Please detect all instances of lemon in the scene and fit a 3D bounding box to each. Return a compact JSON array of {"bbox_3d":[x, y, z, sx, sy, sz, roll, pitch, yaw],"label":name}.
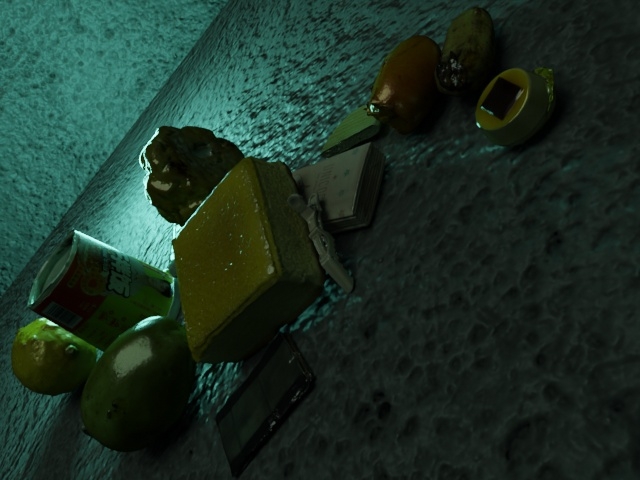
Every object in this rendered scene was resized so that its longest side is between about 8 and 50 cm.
[{"bbox_3d":[-0.778,0.335,1.796,0.288,0.233,0.233,-12,51,49],"label":"lemon"}]

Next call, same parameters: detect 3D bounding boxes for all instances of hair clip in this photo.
[{"bbox_3d":[0.000,0.000,1.152,0.034,0.072,0.226,-44,56,37],"label":"hair clip"}]

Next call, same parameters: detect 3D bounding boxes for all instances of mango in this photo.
[{"bbox_3d":[0.176,-0.323,1.243,0.154,0.126,0.252,-37,25,53],"label":"mango"}]

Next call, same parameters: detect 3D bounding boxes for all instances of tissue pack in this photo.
[{"bbox_3d":[-0.008,-0.086,1.309,0.325,0.071,0.170,-13,53,47],"label":"tissue pack"}]

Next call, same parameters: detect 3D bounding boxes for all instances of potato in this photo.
[{"bbox_3d":[-0.377,0.304,1.300,0.304,0.216,0.216,-55,31,4],"label":"potato"}]

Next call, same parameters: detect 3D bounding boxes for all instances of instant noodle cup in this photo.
[{"bbox_3d":[-0.572,0.145,1.624,0.294,0.308,0.293,-34,37,30],"label":"instant noodle cup"}]

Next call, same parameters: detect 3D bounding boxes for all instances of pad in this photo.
[{"bbox_3d":[-0.112,0.293,1.134,0.233,0.022,0.174,-51,31,7],"label":"pad"}]

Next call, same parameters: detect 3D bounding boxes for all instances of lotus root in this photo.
[{"bbox_3d":[0.280,-0.356,1.164,0.110,0.097,0.258,-17,39,40],"label":"lotus root"}]

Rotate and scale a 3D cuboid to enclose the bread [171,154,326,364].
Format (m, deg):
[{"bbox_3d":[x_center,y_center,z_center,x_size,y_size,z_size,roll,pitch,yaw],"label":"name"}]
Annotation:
[{"bbox_3d":[-0.160,0.040,1.260,0.323,0.143,0.333,-43,48,31],"label":"bread"}]

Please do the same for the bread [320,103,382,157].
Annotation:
[{"bbox_3d":[0.083,-0.256,1.391,0.193,0.036,0.112,-21,40,48],"label":"bread"}]

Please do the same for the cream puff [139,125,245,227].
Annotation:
[{"bbox_3d":[-0.347,-0.139,1.648,0.257,0.291,0.324,-60,43,37],"label":"cream puff"}]

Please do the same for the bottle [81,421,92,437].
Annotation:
[{"bbox_3d":[-0.471,0.348,1.476,0.120,0.120,0.253,-24,41,40],"label":"bottle"}]

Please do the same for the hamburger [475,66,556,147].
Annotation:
[{"bbox_3d":[0.319,-0.217,0.989,0.126,0.081,0.141,29,96,61],"label":"hamburger"}]

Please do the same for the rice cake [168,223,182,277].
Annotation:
[{"bbox_3d":[-0.403,-0.015,1.790,0.066,0.063,0.336,-50,32,24],"label":"rice cake"}]
